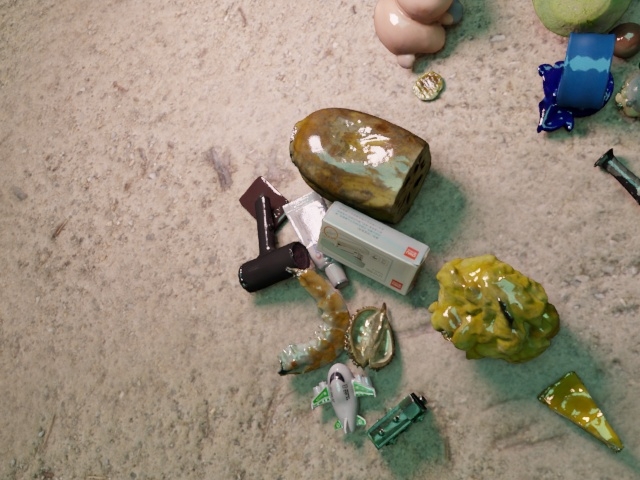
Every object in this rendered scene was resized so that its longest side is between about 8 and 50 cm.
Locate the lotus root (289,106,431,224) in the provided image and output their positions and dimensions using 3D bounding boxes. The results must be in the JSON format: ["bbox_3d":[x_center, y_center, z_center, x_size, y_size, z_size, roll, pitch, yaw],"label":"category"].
[{"bbox_3d":[0.088,-0.199,1.407,0.346,0.250,0.251,23,89,15],"label":"lotus root"}]

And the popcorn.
[{"bbox_3d":[0.383,0.156,1.258,0.286,0.215,0.252,43,128,22],"label":"popcorn"}]

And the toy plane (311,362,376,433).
[{"bbox_3d":[0.058,0.397,1.401,0.174,0.080,0.174,-4,77,20],"label":"toy plane"}]

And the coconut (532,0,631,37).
[{"bbox_3d":[0.617,-0.580,1.301,0.204,0.236,0.236,39,95,-2],"label":"coconut"}]

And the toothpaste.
[{"bbox_3d":[0.002,0.000,1.499,0.099,0.068,0.282,-14,68,-29],"label":"toothpaste"}]

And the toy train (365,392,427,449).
[{"bbox_3d":[0.182,0.432,1.334,0.170,0.111,0.071,-43,67,7],"label":"toy train"}]

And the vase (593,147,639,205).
[{"bbox_3d":[0.704,-0.134,1.269,0.059,0.059,0.167,-41,70,9],"label":"vase"}]

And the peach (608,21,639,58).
[{"bbox_3d":[0.718,-0.472,1.310,0.083,0.083,0.083,-3,80,19],"label":"peach"}]

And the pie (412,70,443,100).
[{"bbox_3d":[0.286,-0.412,1.488,0.084,0.020,0.084,-4,79,19],"label":"pie"}]

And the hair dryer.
[{"bbox_3d":[-0.142,-0.005,1.512,0.197,0.089,0.251,-22,71,33],"label":"hair dryer"}]

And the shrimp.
[{"bbox_3d":[-0.011,0.216,1.429,0.185,0.068,0.287,4,102,-6],"label":"shrimp"}]

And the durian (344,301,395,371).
[{"bbox_3d":[0.119,0.236,1.397,0.148,0.091,0.188,34,67,-12],"label":"durian"}]

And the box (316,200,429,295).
[{"bbox_3d":[0.126,0.019,1.381,0.269,0.135,0.079,27,54,11],"label":"box"}]

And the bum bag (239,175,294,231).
[{"bbox_3d":[-0.157,-0.103,1.591,0.159,0.026,0.109,44,98,21],"label":"bum bag"}]

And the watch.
[{"bbox_3d":[0.593,-0.370,1.276,0.171,0.200,0.196,2,78,17],"label":"watch"}]

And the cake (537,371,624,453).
[{"bbox_3d":[0.564,0.391,1.221,0.116,0.079,0.185,-26,78,11],"label":"cake"}]

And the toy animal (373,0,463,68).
[{"bbox_3d":[0.243,-0.594,1.426,0.229,0.221,0.210,-22,70,14],"label":"toy animal"}]

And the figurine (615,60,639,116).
[{"bbox_3d":[0.775,-0.353,1.267,0.197,0.093,0.147,-27,95,5],"label":"figurine"}]
